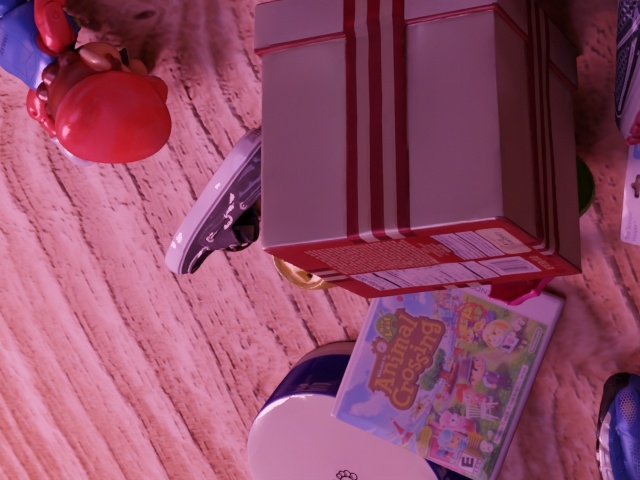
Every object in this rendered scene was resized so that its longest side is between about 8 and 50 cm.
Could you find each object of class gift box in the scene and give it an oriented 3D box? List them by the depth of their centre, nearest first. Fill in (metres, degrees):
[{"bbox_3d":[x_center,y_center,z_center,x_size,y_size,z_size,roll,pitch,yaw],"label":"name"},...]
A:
[{"bbox_3d":[0.112,-0.103,1.383,0.276,0.255,0.258,-7,74,20],"label":"gift box"}]

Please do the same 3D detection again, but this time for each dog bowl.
[{"bbox_3d":[0.051,0.254,1.829,0.265,0.104,0.265,16,128,22],"label":"dog bowl"}]

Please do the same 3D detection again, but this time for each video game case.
[{"bbox_3d":[0.132,0.125,1.669,0.193,0.023,0.212,22,97,18],"label":"video game case"}]

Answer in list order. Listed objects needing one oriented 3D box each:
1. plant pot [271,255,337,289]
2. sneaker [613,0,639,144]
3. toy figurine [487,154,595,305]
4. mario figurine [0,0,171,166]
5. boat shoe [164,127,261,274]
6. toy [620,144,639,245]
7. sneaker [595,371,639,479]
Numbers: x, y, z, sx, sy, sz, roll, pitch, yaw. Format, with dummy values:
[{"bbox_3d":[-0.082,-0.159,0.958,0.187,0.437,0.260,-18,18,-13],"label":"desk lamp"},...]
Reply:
[{"bbox_3d":[0.000,0.000,1.690,0.134,0.095,0.134,16,129,21],"label":"plant pot"},{"bbox_3d":[0.301,-0.216,1.355,0.112,0.121,0.299,43,142,41],"label":"sneaker"},{"bbox_3d":[0.177,-0.007,1.564,0.173,0.130,0.159,16,137,15],"label":"toy figurine"},{"bbox_3d":[-0.278,-0.208,1.731,0.320,0.170,0.198,41,170,15],"label":"mario figurine"},{"bbox_3d":[-0.098,-0.027,1.751,0.076,0.080,0.228,39,126,4],"label":"boat shoe"},{"bbox_3d":[0.389,-0.016,1.463,0.237,0.056,0.137,15,126,23],"label":"toy"},{"bbox_3d":[0.396,0.263,1.628,0.147,0.130,0.330,-26,109,26],"label":"sneaker"}]
